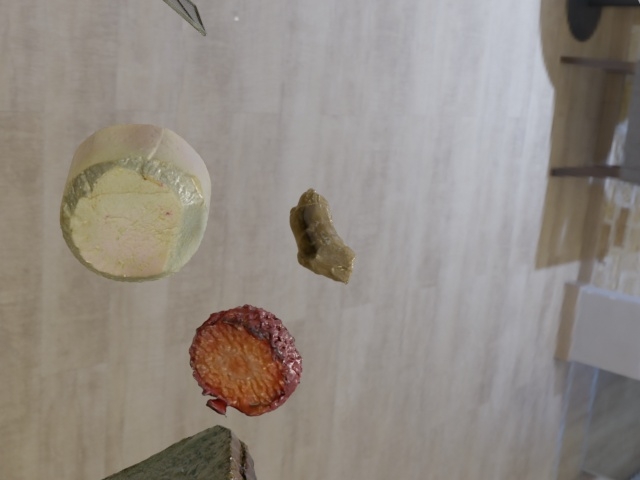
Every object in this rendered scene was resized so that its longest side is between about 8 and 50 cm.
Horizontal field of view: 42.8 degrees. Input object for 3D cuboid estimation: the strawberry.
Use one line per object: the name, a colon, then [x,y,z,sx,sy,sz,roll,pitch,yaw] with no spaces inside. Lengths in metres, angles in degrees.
strawberry: [-0.085,0.140,0.978,0.086,0.145,0.145,-25,119,-56]

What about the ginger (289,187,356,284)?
ginger: [0.001,-0.001,1.448,0.069,0.095,0.190,16,49,-61]

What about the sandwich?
sandwich: [-0.228,0.371,1.092,0.301,0.271,0.099,-27,105,-3]

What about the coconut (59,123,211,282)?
coconut: [-0.292,-0.067,1.302,0.239,0.244,0.239,-2,115,-5]

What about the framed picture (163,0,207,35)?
framed picture: [-0.162,-0.275,0.946,0.007,0.089,0.066,-42,128,14]
